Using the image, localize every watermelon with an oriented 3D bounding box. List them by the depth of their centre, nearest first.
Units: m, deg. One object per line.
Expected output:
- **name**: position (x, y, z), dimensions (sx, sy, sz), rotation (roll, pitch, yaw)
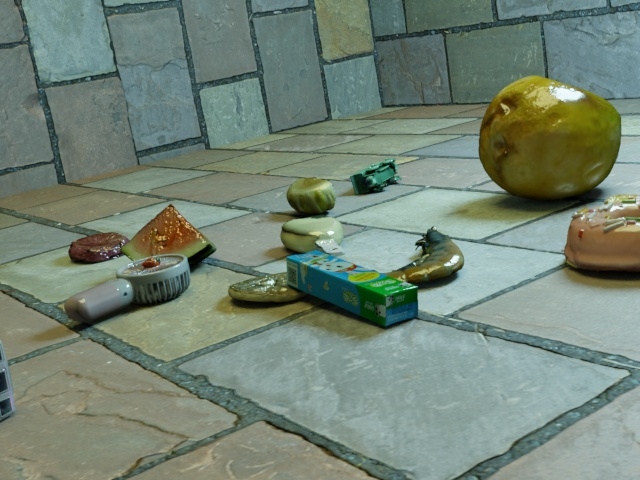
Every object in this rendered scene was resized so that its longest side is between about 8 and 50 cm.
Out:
- **watermelon**: position (-0.282, 0.015, 1.756), dimensions (0.193, 0.137, 0.145), rotation (-22, 54, -42)

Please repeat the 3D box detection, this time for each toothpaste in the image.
- **toothpaste**: position (0.042, 0.069, 1.345), dimensions (0.065, 0.050, 0.267), rotation (-10, 16, -33)

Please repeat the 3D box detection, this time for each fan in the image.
- **fan**: position (-0.337, 0.082, 1.535), dimensions (0.130, 0.074, 0.244), rotation (4, 19, 41)

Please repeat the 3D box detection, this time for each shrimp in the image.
- **shrimp**: position (0.139, 0.026, 1.503), dimensions (0.198, 0.051, 0.262), rotation (-9, 17, 3)

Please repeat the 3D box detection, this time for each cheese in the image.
- **cheese**: position (0.000, 0.000, 1.697), dimensions (0.127, 0.054, 0.251), rotation (-11, 15, -11)

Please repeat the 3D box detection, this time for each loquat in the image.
- **loquat**: position (0.479, -0.207, 1.824), dimensions (0.284, 0.275, 0.276), rotation (1, 4, -40)

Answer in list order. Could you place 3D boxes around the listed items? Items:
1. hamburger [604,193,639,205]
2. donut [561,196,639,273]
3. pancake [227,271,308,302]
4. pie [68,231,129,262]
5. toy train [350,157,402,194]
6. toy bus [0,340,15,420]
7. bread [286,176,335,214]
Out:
- **hamburger**: position (0.562, -0.060, 1.587), dimensions (0.076, 0.044, 0.083), rotation (-21, 16, -35)
- **donut**: position (0.483, -0.013, 1.367), dimensions (0.199, 0.085, 0.233), rotation (1, 15, 39)
- **pancake**: position (-0.081, 0.080, 1.480), dimensions (0.158, 0.028, 0.158), rotation (-6, 12, 1)
- **pie**: position (-0.504, 0.015, 1.995), dimensions (0.154, 0.038, 0.153), rotation (-7, 15, 2)
- **toy train**: position (0.142, -0.167, 2.262), dimensions (0.100, 0.070, 0.172), rotation (-14, 9, 30)
- **toy bus**: position (-0.439, 0.175, 1.120), dimensions (0.060, 0.122, 0.075), rotation (3, 15, 41)
- **bread**: position (-0.026, -0.101, 2.063), dimensions (0.157, 0.082, 0.094), rotation (0, 19, 42)
